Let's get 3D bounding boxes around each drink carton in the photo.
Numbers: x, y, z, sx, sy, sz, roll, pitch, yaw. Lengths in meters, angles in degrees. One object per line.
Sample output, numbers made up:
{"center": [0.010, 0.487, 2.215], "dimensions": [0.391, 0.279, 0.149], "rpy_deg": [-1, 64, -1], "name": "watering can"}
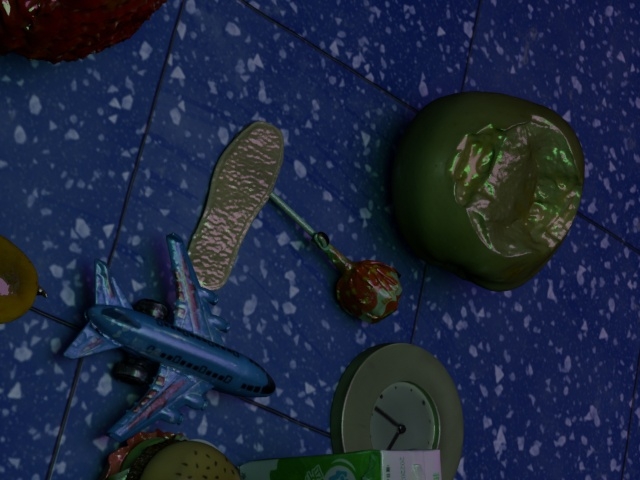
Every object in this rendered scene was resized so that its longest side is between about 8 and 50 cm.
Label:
{"center": [0.019, 0.335, 1.721], "dimensions": [0.108, 0.271, 0.161], "rpy_deg": [6, 77, -41], "name": "drink carton"}

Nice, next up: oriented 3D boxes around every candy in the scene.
{"center": [0.001, -0.001, 1.912], "dimensions": [0.288, 0.078, 0.084], "rpy_deg": [45, 59, -17], "name": "candy"}

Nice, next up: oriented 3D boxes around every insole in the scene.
{"center": [-0.109, -0.048, 1.835], "dimensions": [0.081, 0.011, 0.248], "rpy_deg": [28, 65, -15], "name": "insole"}

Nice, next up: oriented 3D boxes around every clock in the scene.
{"center": [0.107, 0.257, 1.979], "dimensions": [0.235, 0.029, 0.235], "rpy_deg": [6, 80, -40], "name": "clock"}

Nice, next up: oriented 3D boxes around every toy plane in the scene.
{"center": [-0.170, 0.131, 1.703], "dimensions": [0.271, 0.105, 0.254], "rpy_deg": [31, 64, -35], "name": "toy plane"}

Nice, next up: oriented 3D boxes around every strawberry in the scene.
{"center": [-0.277, -0.348, 1.610], "dimensions": [0.351, 0.267, 0.312], "rpy_deg": [5, 74, -66], "name": "strawberry"}

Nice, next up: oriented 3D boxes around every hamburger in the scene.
{"center": [-0.165, 0.298, 1.657], "dimensions": [0.175, 0.137, 0.175], "rpy_deg": [12, 71, -40], "name": "hamburger"}

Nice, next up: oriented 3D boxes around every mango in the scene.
{"center": [-0.381, 0.031, 1.566], "dimensions": [0.187, 0.066, 0.101], "rpy_deg": [28, 64, -27], "name": "mango"}

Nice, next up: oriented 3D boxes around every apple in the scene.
{"center": [0.225, -0.075, 1.996], "dimensions": [0.279, 0.279, 0.279], "rpy_deg": [8, 77, -40], "name": "apple"}
